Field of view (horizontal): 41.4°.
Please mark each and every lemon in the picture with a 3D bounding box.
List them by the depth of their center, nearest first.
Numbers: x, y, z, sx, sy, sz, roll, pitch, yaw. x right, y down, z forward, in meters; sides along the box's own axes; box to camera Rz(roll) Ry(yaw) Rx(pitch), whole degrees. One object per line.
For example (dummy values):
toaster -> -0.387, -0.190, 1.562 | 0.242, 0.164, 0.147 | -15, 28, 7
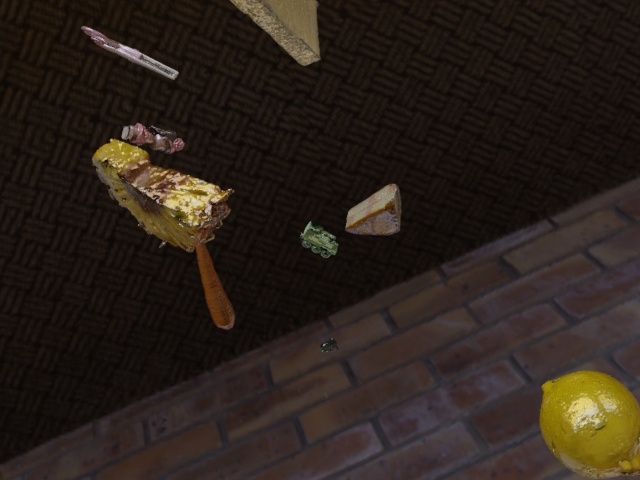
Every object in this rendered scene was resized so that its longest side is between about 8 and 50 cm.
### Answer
lemon -> 0.463, 0.315, 1.436 | 0.173, 0.206, 0.174 | -19, 133, -21

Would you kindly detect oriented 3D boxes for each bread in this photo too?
bread -> -0.044, -0.204, 0.687 | 0.028, 0.068, 0.153 | -15, 157, 25
bread -> 0.087, -0.036, 1.165 | 0.062, 0.043, 0.109 | 26, 144, -25

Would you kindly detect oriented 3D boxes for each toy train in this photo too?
toy train -> 0.000, 0.000, 1.719 | 0.083, 0.033, 0.053 | 27, 131, -10

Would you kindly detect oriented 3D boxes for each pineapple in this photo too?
pineapple -> -0.209, -0.050, 1.178 | 0.079, 0.233, 0.135 | -45, 147, -26

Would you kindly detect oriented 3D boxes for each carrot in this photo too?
carrot -> -0.216, 0.082, 1.677 | 0.048, 0.048, 0.216 | -19, 112, -7

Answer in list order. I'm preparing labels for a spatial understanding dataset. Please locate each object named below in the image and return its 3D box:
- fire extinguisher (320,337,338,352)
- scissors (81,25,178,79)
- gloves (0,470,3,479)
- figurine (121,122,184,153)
fire extinguisher -> 0.027, 0.269, 2.160 | 0.038, 0.083, 0.025 | 46, 105, 10
scissors -> -0.315, -0.310, 1.414 | 0.176, 0.085, 0.022 | 27, 84, 8
gloves -> -0.537, 0.279, 1.119 | 0.331, 0.141, 0.154 | 40, 60, -50
figurine -> -0.363, -0.226, 1.838 | 0.129, 0.072, 0.054 | 17, 79, -35
